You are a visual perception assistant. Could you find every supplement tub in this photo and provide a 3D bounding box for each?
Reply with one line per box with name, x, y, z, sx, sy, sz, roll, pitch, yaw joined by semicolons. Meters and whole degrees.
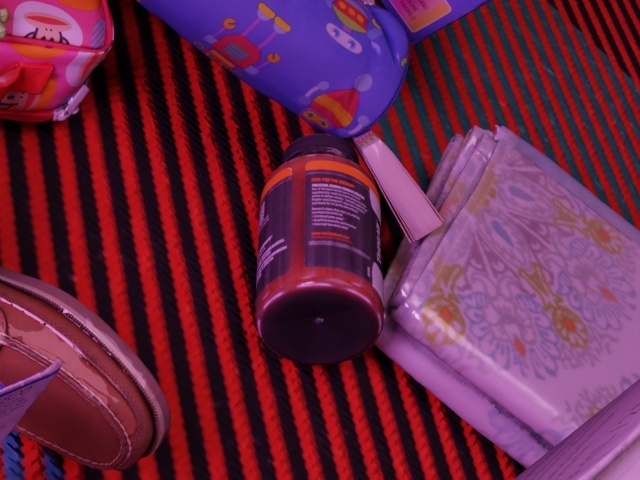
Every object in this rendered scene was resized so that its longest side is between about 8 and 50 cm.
supplement tub;0.000;0.000;1.216;0.106;0.106;0.198;23;42;-22

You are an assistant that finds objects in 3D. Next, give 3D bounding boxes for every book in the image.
book;0.059;-0.063;1.308;0.096;0.035;0.144;57;2;-16

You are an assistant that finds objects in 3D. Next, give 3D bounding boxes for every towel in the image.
towel;0.231;0.088;1.349;0.374;0.090;0.320;38;41;-5

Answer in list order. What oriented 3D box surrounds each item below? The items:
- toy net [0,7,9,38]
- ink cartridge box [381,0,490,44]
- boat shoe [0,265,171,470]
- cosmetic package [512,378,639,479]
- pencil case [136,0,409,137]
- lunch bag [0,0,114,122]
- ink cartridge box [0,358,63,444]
toy net;-0.309;-0.244;1.052;0.122;0.045;0.232;-16;69;-43
ink cartridge box;0.079;-0.390;1.502;0.270;0.151;0.395;51;19;-27
boat shoe;-0.246;0.066;0.953;0.307;0.111;0.104;33;37;7
cosmetic package;0.190;0.299;0.859;0.327;0.394;0.329;50;39;9
pencil case;-0.056;-0.210;1.226;0.306;0.119;0.133;33;63;-30
lunch bag;-0.309;-0.198;1.132;0.293;0.120;0.258;5;52;-38
ink cartridge box;-0.269;0.140;0.760;0.223;0.224;0.045;-20;68;-49
